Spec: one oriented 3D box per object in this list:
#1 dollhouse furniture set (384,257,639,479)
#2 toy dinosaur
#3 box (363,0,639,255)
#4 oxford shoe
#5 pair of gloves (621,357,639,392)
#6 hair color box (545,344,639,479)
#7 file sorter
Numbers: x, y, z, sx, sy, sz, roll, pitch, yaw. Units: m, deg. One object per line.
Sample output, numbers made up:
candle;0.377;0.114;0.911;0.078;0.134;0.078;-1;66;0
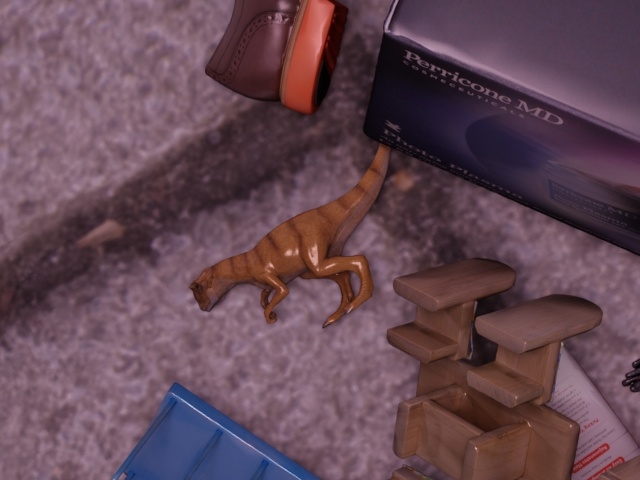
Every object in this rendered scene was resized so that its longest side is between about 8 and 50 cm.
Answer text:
dollhouse furniture set;0.169;0.144;0.962;0.242;0.161;0.212;27;119;42
toy dinosaur;0.000;0.000;1.046;0.211;0.064;0.112;-35;88;2
box;0.195;-0.113;0.911;0.296;0.294;0.182;23;83;3
oxford shoe;-0.018;-0.234;1.031;0.098;0.097;0.271;14;91;8
pair of gloves;0.270;0.121;1.060;0.074;0.010;0.083;-19;89;3
hair color box;0.191;0.150;1.048;0.072;0.043;0.141;-35;88;3
file sorter;-0.075;0.211;1.005;0.170;0.104;0.118;33;135;2
